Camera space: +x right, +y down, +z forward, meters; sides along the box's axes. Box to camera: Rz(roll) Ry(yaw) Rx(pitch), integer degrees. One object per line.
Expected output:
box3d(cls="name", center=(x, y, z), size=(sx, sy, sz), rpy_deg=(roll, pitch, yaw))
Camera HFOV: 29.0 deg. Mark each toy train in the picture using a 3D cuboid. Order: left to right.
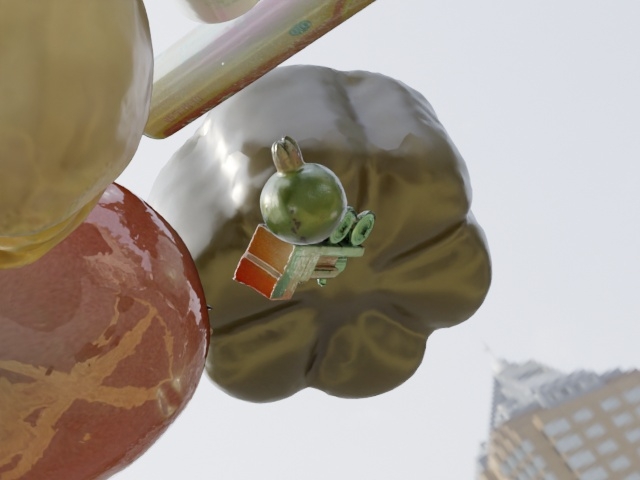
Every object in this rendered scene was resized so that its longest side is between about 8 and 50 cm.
box3d(cls="toy train", center=(-0.012, 0.004, 1.356), size=(0.176, 0.074, 0.118), rpy_deg=(4, -65, -62))

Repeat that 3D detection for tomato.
box3d(cls="tomato", center=(-0.277, 0.099, 1.186), size=(0.341, 0.341, 0.273), rpy_deg=(-46, -1, 13))

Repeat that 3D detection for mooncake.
box3d(cls="mooncake", center=(0.000, 0.000, 1.702), size=(0.466, 0.262, 0.467), rpy_deg=(-10, -51, -12))

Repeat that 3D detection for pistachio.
box3d(cls="pistachio", center=(-0.234, -0.138, 0.888), size=(0.229, 0.309, 0.230), rpy_deg=(-9, -12, -2))

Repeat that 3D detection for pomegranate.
box3d(cls="pomegranate", center=(-0.018, -0.038, 0.993), size=(0.073, 0.085, 0.073), rpy_deg=(-26, -11, -5))

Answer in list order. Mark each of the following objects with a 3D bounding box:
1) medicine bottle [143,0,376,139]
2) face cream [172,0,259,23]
box3d(cls="medicine bottle", center=(-0.068, -0.239, 1.405), size=(0.108, 0.108, 0.426), rpy_deg=(17, -31, -40))
box3d(cls="face cream", center=(-0.133, -0.307, 0.969), size=(0.102, 0.102, 0.345), rpy_deg=(-32, -31, -2))
